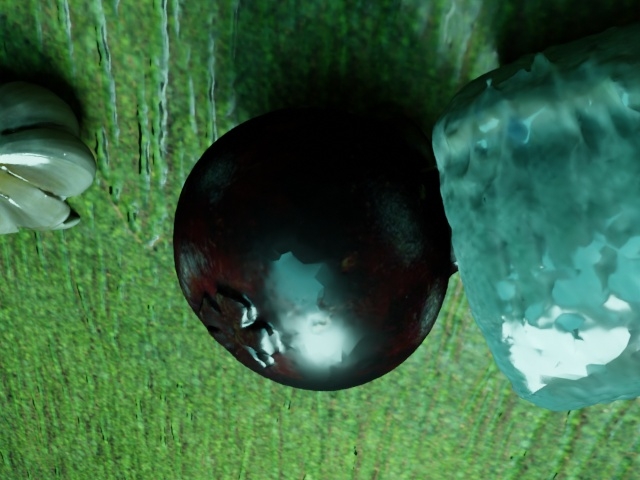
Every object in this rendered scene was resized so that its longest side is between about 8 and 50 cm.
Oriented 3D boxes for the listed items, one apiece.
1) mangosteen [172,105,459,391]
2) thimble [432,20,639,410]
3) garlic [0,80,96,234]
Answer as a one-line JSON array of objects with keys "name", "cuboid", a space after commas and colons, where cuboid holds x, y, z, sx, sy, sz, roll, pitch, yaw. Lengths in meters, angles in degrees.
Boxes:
[{"name": "mangosteen", "cuboid": [0.000, 0.000, 0.590, 0.209, 0.210, 0.210, 12, 134, 13]}, {"name": "thimble", "cuboid": [0.169, -0.014, 0.502, 0.143, 0.198, 0.235, -17, 128, 32]}, {"name": "garlic", "cuboid": [-0.242, -0.053, 0.717, 0.131, 0.127, 0.194, 26, 165, 25]}]
